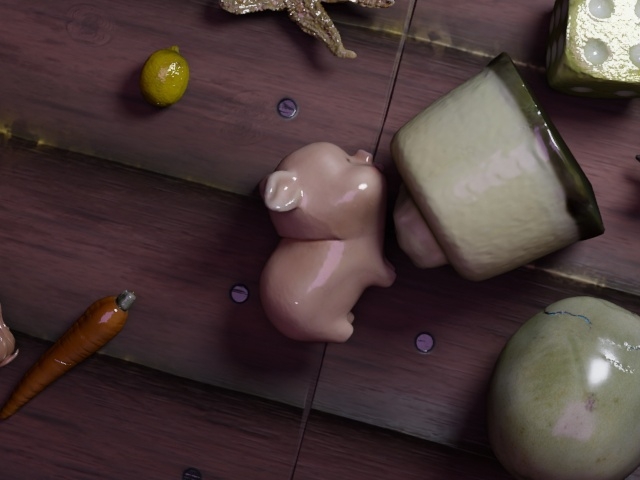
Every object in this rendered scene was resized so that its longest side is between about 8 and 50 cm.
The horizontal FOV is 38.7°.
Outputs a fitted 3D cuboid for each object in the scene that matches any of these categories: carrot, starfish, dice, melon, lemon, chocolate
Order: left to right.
[{"bbox_3d":[-0.444,0.198,1.581,0.336,0.069,0.069,-41,88,8],"label":"carrot"},{"bbox_3d":[-0.266,-0.282,1.560,0.082,0.082,0.111,21,98,3],"label":"lemon"},{"bbox_3d":[-0.011,-0.447,1.558,0.302,0.060,0.299,45,86,8],"label":"starfish"},{"bbox_3d":[0.251,-0.096,1.444,0.297,0.326,0.314,-27,91,19],"label":"chocolate"},{"bbox_3d":[0.407,0.241,1.436,0.268,0.268,0.330,31,70,2],"label":"melon"},{"bbox_3d":[0.465,-0.324,1.481,0.169,0.169,0.166,6,89,2],"label":"dice"}]

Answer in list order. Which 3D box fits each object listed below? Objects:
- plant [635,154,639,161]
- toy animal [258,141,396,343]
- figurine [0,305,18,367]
[{"bbox_3d":[0.688,-0.127,1.475,0.320,0.194,0.182,20,78,-2],"label":"plant"},{"bbox_3d":[0.000,0.000,1.493,0.269,0.237,0.326,33,94,-9],"label":"toy animal"},{"bbox_3d":[-0.586,0.149,1.558,0.157,0.126,0.114,45,135,3],"label":"figurine"}]
